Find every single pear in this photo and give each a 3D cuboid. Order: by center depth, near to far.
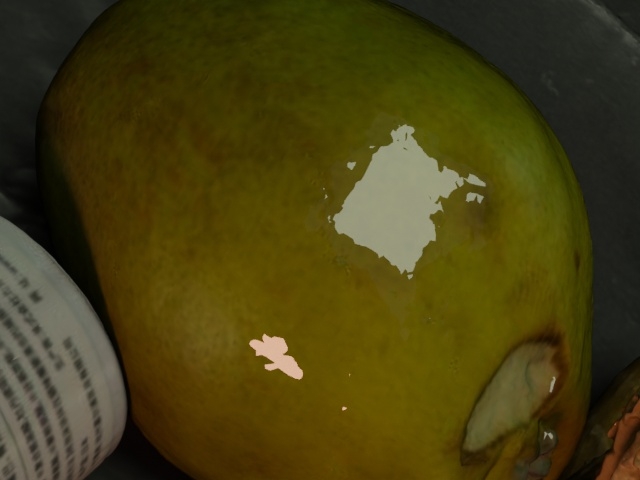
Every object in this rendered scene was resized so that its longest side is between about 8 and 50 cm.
[{"bbox_3d":[0.000,0.000,0.610,0.269,0.269,0.321,-25,64,-38],"label":"pear"}]

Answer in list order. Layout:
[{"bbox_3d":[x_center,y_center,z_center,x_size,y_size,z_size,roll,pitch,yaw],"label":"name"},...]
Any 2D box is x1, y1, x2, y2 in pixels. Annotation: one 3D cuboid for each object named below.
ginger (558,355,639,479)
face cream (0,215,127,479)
[{"bbox_3d":[0.140,0.177,0.652,0.122,0.348,0.363,37,7,5],"label":"ginger"},{"bbox_3d":[-0.245,0.130,0.443,0.145,0.145,0.370,51,49,-1],"label":"face cream"}]
